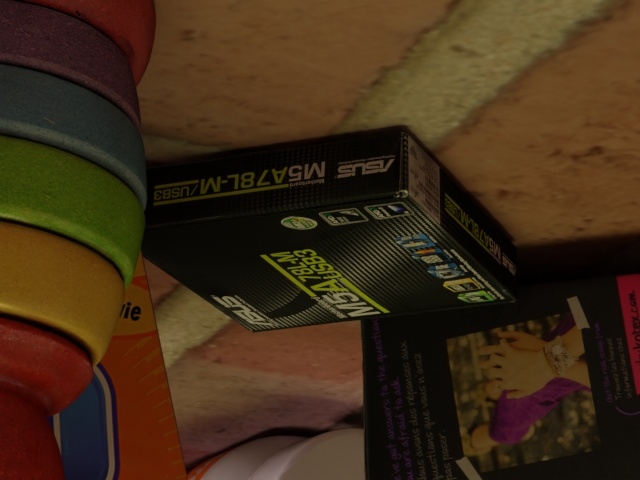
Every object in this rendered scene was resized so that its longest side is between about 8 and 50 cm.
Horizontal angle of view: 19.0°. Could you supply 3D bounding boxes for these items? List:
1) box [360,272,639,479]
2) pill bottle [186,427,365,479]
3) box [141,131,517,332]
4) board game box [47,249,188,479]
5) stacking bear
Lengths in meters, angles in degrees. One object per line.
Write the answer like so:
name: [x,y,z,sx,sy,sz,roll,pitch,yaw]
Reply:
box: [0.179,0.105,1.215,0.270,0.143,0.165,-7,167,23]
pill bottle: [-0.059,0.293,1.653,0.224,0.224,0.392,13,157,-27]
box: [0.000,0.000,1.124,0.184,0.045,0.191,-9,156,22]
board game box: [-0.297,0.208,1.003,0.357,0.356,0.356,-3,164,-35]
stacking bear: [-0.159,0.020,0.847,0.175,0.289,0.164,16,155,-32]
